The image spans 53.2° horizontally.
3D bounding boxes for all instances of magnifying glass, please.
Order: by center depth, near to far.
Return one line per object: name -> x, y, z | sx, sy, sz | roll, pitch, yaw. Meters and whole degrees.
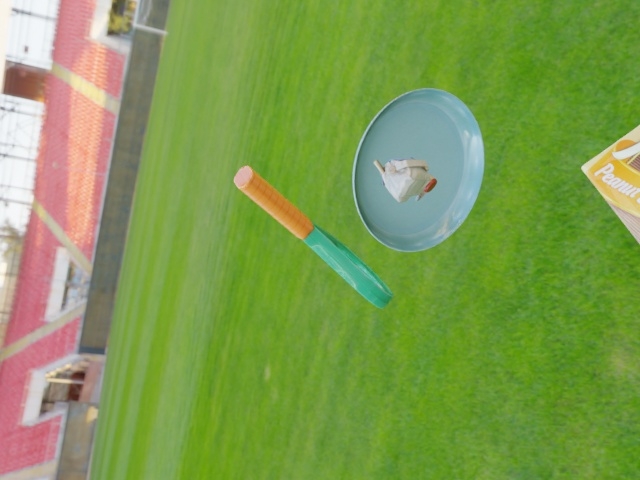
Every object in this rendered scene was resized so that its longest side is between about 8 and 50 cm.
magnifying glass -> 0.000, 0.000, 0.655 | 0.026, 0.231, 0.092 | -47, 37, 7

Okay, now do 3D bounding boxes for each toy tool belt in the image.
toy tool belt -> 0.094, -0.075, 0.713 | 0.051, 0.083, 0.052 | 45, 117, 20

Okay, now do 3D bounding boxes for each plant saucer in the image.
plant saucer -> 0.188, -0.135, 1.248 | 0.044, 0.318, 0.317 | 26, 106, 57

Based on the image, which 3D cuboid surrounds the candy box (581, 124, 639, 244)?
candy box -> 0.419, -0.010, 0.611 | 0.183, 0.088, 0.316 | -39, 44, 23
